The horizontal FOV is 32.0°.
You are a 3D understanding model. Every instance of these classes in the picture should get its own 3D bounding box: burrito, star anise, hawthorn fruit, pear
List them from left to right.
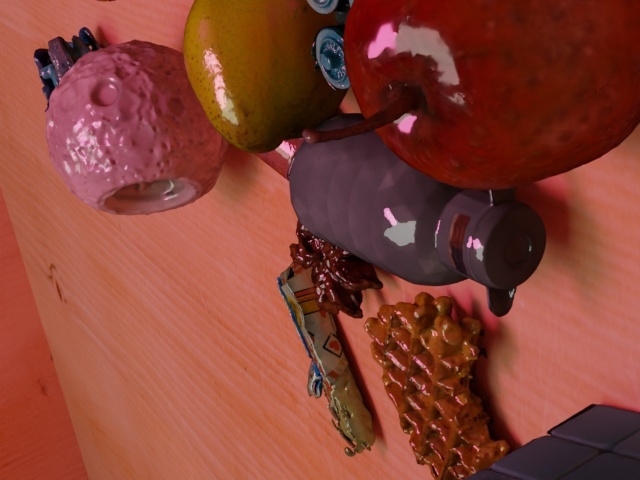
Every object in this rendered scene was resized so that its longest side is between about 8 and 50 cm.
[{"bbox_3d":[-0.053,-0.194,1.190,0.187,0.188,0.219,115,153,-58],"label":"pear"},{"bbox_3d":[0.001,0.163,1.557,0.288,0.054,0.104,67,156,0],"label":"burrito"},{"bbox_3d":[0.001,-0.002,1.404,0.234,0.073,0.177,51,143,46],"label":"star anise"},{"bbox_3d":[0.125,-0.150,0.848,0.235,0.263,0.231,57,-160,-61],"label":"hawthorn fruit"}]

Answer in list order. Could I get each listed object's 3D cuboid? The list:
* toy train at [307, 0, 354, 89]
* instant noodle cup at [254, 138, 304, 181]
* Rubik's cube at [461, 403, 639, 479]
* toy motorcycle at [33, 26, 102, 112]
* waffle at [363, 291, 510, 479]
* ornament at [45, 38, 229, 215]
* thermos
[{"bbox_3d":[0.065,-0.216,1.053,0.154,0.107,0.197,17,126,50],"label":"toy train"},{"bbox_3d":[-0.046,-0.142,1.333,0.135,0.127,0.127,46,149,23],"label":"instant noodle cup"},{"bbox_3d":[0.257,0.296,0.949,0.231,0.225,0.221,3,114,63],"label":"Rubik's cube"},{"bbox_3d":[-0.396,-0.233,1.936,0.206,0.154,0.260,-127,12,-85],"label":"toy motorcycle"},{"bbox_3d":[0.154,0.194,1.267,0.293,0.069,0.260,66,158,-5],"label":"waffle"},{"bbox_3d":[-0.256,-0.162,1.570,0.259,0.259,0.225,135,126,-64],"label":"ornament"},{"bbox_3d":[0.098,-0.046,1.087,0.286,0.145,0.182,25,124,53],"label":"thermos"}]
